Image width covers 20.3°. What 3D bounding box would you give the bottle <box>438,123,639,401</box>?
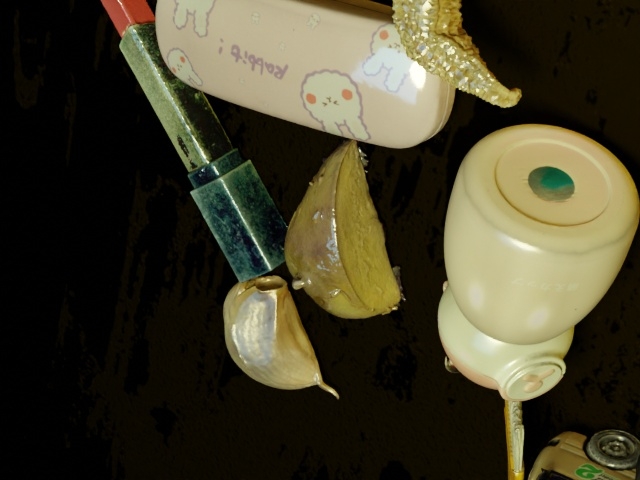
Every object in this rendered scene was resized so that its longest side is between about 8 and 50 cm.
[{"bbox_3d":[0.165,0.032,1.481,0.147,0.147,0.236,33,140,19],"label":"bottle"}]

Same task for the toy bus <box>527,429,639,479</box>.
[{"bbox_3d":[0.294,0.285,1.517,0.290,0.157,0.139,23,129,27],"label":"toy bus"}]

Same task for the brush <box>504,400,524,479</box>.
[{"bbox_3d":[0.179,0.234,1.643,0.013,0.103,0.272,-2,130,4],"label":"brush"}]

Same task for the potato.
[{"bbox_3d":[0.000,0.000,1.628,0.101,0.089,0.172,6,121,40],"label":"potato"}]

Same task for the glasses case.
[{"bbox_3d":[-0.018,-0.162,1.547,0.297,0.075,0.113,19,121,30],"label":"glasses case"}]

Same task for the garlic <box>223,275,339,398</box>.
[{"bbox_3d":[-0.051,0.101,1.750,0.084,0.066,0.152,-8,108,40],"label":"garlic"}]

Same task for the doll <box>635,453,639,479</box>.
[{"bbox_3d":[0.311,0.176,1.398,0.144,0.234,0.135,27,161,-19],"label":"doll"}]

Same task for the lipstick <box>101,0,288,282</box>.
[{"bbox_3d":[-0.121,-0.110,1.690,0.051,0.051,0.312,-22,99,46],"label":"lipstick"}]

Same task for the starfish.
[{"bbox_3d":[0.071,-0.294,1.380,0.301,0.084,0.293,38,133,25],"label":"starfish"}]
